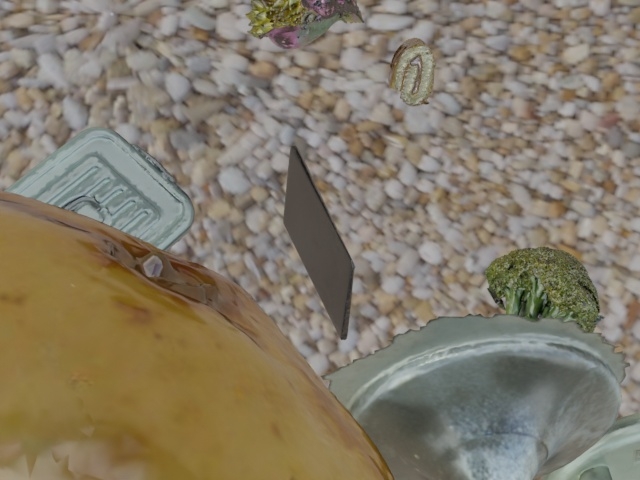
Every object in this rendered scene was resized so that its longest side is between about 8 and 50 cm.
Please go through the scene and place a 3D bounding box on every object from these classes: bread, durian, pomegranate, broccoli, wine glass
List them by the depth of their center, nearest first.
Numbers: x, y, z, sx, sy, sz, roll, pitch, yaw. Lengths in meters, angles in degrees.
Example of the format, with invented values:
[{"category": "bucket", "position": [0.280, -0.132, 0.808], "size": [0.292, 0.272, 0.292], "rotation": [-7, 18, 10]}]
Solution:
[{"category": "pomegranate", "position": [-0.155, 0.185, 0.545], "size": [0.410, 0.410, 0.410], "rotation": [-1, 99, -8]}, {"category": "wine glass", "position": [0.122, 0.236, 0.874], "size": [0.238, 0.323, 0.238], "rotation": [-7, 142, -6]}, {"category": "bread", "position": [0.070, -0.130, 1.123], "size": [0.036, 0.083, 0.047], "rotation": [5, 101, 1]}, {"category": "broccoli", "position": [0.228, 0.064, 1.525], "size": [0.131, 0.130, 0.120], "rotation": [29, 73, 5]}, {"category": "durian", "position": [-0.042, -0.276, 1.657], "size": [0.108, 0.186, 0.119], "rotation": [-24, 90, 25]}]

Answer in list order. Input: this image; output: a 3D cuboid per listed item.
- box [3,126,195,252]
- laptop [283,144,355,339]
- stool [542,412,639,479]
[{"category": "box", "position": [-0.135, 0.007, 0.806], "size": [0.084, 0.069, 0.122], "rotation": [41, 58, 11]}, {"category": "laptop", "position": [0.000, 0.000, 1.664], "size": [0.016, 0.197, 0.135], "rotation": [-13, 141, -17]}, {"category": "stool", "position": [0.324, 0.283, 1.358], "size": [0.195, 0.199, 0.195], "rotation": [-16, 141, 2]}]
